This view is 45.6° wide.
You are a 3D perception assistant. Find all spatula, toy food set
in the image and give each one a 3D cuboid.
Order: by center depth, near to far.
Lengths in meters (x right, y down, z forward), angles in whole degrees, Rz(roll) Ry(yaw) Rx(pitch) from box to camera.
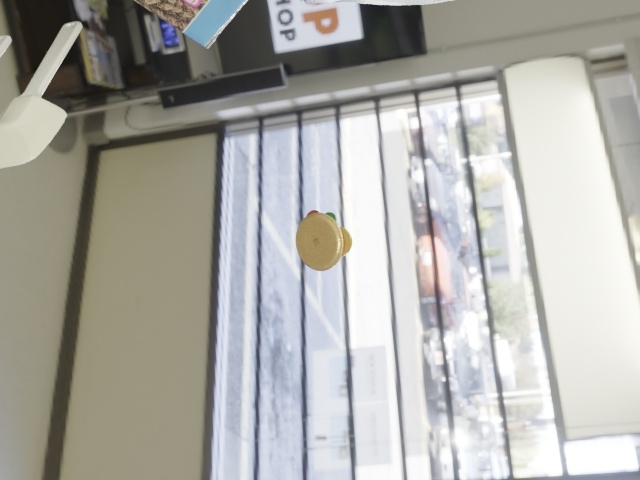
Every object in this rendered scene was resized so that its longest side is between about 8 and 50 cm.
[{"bbox_3d":[-0.268,-0.112,0.584,0.242,0.168,0.019,-94,175,-55],"label":"spatula"},{"bbox_3d":[0.000,0.000,1.036,0.020,0.083,0.082,-9,55,-53],"label":"toy food set"}]

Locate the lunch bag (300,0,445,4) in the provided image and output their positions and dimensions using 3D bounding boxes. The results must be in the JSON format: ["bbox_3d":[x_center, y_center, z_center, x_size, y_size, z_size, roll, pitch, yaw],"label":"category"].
[{"bbox_3d":[0.095,-0.447,1.257,0.224,0.279,0.107,-110,-159,-74],"label":"lunch bag"}]

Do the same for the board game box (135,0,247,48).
[{"bbox_3d":[-0.139,-0.344,0.612,0.291,0.232,0.141,31,46,-27],"label":"board game box"}]
